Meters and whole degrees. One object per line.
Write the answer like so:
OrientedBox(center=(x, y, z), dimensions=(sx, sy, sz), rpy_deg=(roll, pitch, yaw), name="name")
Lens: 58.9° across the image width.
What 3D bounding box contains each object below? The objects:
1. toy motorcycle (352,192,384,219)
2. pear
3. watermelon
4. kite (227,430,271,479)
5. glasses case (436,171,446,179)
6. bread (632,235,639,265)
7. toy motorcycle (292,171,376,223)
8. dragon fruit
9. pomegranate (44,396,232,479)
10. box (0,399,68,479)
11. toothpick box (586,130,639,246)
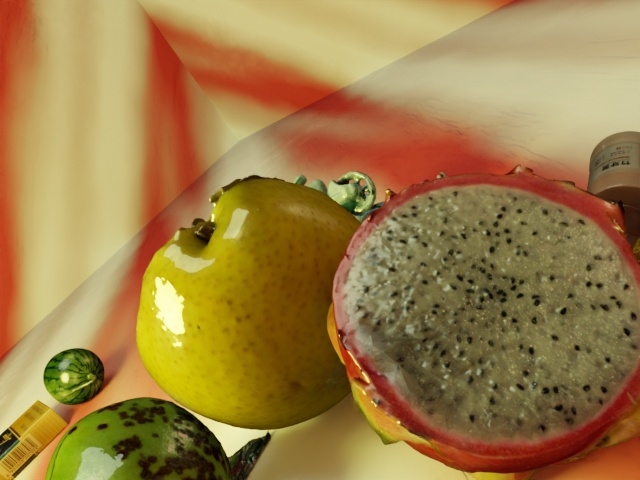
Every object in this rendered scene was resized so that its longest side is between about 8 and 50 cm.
OrientedBox(center=(0.107, -0.026, 1.171), dimensions=(0.254, 0.092, 0.136), rpy_deg=(-20, 33, 13), name="toy motorcycle")
OrientedBox(center=(-0.039, 0.121, 0.733), dimensions=(0.340, 0.386, 0.191), rpy_deg=(-43, 52, -7), name="pear")
OrientedBox(center=(-0.604, 0.341, 1.417), dimensions=(0.187, 0.141, 0.141), rpy_deg=(-3, 36, 36), name="watermelon")
OrientedBox(center=(-0.168, 0.364, 0.851), dimensions=(0.232, 0.009, 0.189), rpy_deg=(-35, 21, 2), name="kite")
OrientedBox(center=(0.209, 0.004, 0.889), dimensions=(0.083, 0.128, 0.308), rpy_deg=(-3, 30, 13), name="glasses case")
OrientedBox(center=(0.480, 0.005, 0.487), dimensions=(0.185, 0.109, 0.380), rpy_deg=(-45, 24, -25), name="bread")
OrientedBox(center=(0.000, 0.000, 1.061), dimensions=(0.206, 0.260, 0.154), rpy_deg=(3, -3, 24), name="toy motorcycle")
OrientedBox(center=(0.164, 0.097, 0.571), dimensions=(0.305, 0.226, 0.306), rpy_deg=(-5, 59, 8), name="dragon fruit")
OrientedBox(center=(-0.211, 0.326, 0.698), dimensions=(0.254, 0.270, 0.254), rpy_deg=(23, -90, -80), name="pomegranate")
OrientedBox(center=(-0.740, 0.504, 1.366), dimensions=(0.152, 0.070, 0.237), rpy_deg=(-7, 32, 52), name="box")
OrientedBox(center=(0.414, -0.072, 0.770), dimensions=(0.098, 0.098, 0.149), rpy_deg=(-18, 26, 39), name="toothpick box")
